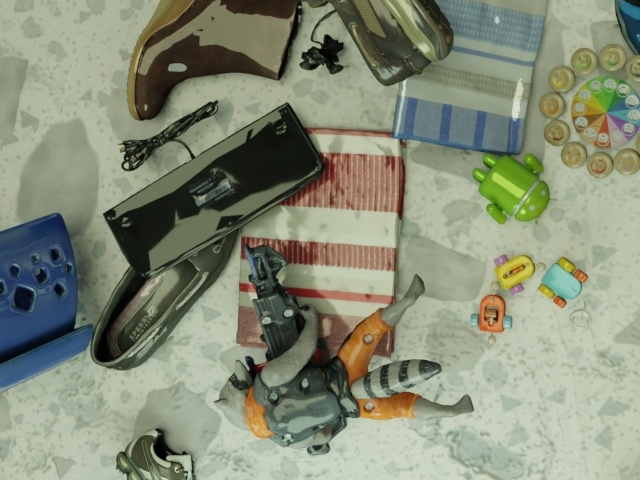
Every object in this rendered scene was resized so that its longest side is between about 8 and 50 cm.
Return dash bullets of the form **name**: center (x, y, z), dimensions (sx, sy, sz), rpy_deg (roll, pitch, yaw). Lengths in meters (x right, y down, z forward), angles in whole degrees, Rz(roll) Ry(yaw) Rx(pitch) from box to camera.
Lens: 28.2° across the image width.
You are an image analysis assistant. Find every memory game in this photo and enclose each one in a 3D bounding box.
- **memory game**: center (0.384, -0.174, 1.724), dimensions (0.186, 0.012, 0.186), rpy_deg (7, 105, 26)

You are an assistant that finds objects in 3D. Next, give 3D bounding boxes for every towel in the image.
- **towel**: center (0.210, -0.263, 1.719), dimensions (0.209, 0.034, 0.284), rpy_deg (7, 97, -26)
- **towel**: center (0.000, 0.000, 1.843), dimensions (0.237, 0.037, 0.328), rpy_deg (4, 93, 14)

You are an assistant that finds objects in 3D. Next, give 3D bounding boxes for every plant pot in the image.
- **plant pot**: center (-0.484, 0.110, 1.841), dimensions (0.236, 0.236, 0.212), rpy_deg (-17, 95, 42)

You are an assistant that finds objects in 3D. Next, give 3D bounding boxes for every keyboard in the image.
- **keyboard**: center (-0.169, -0.098, 1.831), dimensions (0.317, 0.033, 0.201), rpy_deg (-30, 78, 3)

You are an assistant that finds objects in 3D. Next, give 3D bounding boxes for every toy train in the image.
- **toy train**: center (0.292, 0.080, 1.769), dimensions (0.166, 0.046, 0.125), rpy_deg (-2, 93, 17)

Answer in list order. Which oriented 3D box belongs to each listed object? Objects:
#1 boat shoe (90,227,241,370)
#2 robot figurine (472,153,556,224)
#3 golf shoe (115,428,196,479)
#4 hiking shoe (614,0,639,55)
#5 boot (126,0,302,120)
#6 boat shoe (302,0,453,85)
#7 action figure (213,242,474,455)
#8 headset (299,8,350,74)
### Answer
- **boat shoe**: center (-0.225, 0.055, 1.870), dimensions (0.112, 0.095, 0.335), rpy_deg (36, 100, 10)
- **robot figurine**: center (0.265, -0.072, 1.756), dimensions (0.115, 0.067, 0.101), rpy_deg (37, 88, 10)
- **golf shoe**: center (-0.213, 0.367, 1.891), dimensions (0.198, 0.077, 0.094), rpy_deg (46, 102, 7)
- **hiking shoe**: center (0.428, -0.343, 1.670), dimensions (0.113, 0.132, 0.304), rpy_deg (-24, 86, 14)
- **boot**: center (-0.156, -0.264, 1.842), dimensions (0.207, 0.090, 0.248), rpy_deg (22, 94, 15)
- **boat shoe**: center (0.021, -0.350, 1.633), dimensions (0.130, 0.132, 0.355), rpy_deg (-39, 80, 19)
- **action figure**: center (0.000, 0.161, 1.735), dimensions (0.330, 0.178, 0.341), rpy_deg (-21, 109, 13)
- **headset**: center (0.055, -0.426, 1.734), dimensions (0.243, 0.185, 0.394), rpy_deg (22, 114, 13)
